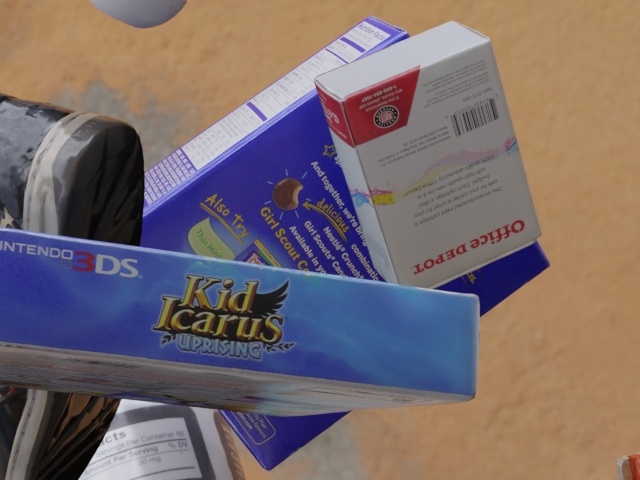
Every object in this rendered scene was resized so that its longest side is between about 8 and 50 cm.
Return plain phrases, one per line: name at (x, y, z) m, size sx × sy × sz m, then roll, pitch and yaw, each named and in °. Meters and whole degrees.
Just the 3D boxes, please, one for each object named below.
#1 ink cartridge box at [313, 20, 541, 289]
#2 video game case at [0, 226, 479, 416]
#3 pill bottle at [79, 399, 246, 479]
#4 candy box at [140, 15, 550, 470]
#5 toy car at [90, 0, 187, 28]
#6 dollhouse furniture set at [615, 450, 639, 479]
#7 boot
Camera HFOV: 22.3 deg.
ink cartridge box at (0.084, -0.063, 1.268) m, size 0.127 × 0.175 × 0.072 m, roll -23°, pitch 26°, yaw -11°
video game case at (-0.090, 0.051, 0.889) m, size 0.244 × 0.269 × 0.061 m, roll 162°, pitch 115°, yaw -63°
pill bottle at (-0.163, 0.264, 1.542) m, size 0.204 × 0.361 × 0.204 m, roll -15°, pitch -31°, yaw -9°
candy box at (0.000, 0.000, 1.433) m, size 0.317 × 0.268 × 0.122 m, roll -35°, pitch 23°, yaw -2°
toy car at (-0.147, -0.240, 1.080) m, size 0.136 × 0.182 × 0.159 m, roll 8°, pitch -70°, yaw -60°
dollhouse furniture set at (0.312, 0.181, 1.050) m, size 0.135 × 0.262 × 0.259 m, roll -13°, pitch 5°, yaw -14°
boot at (-0.284, 0.028, 1.183) m, size 0.138 × 0.284 × 0.377 m, roll -51°, pitch -20°, yaw -47°
